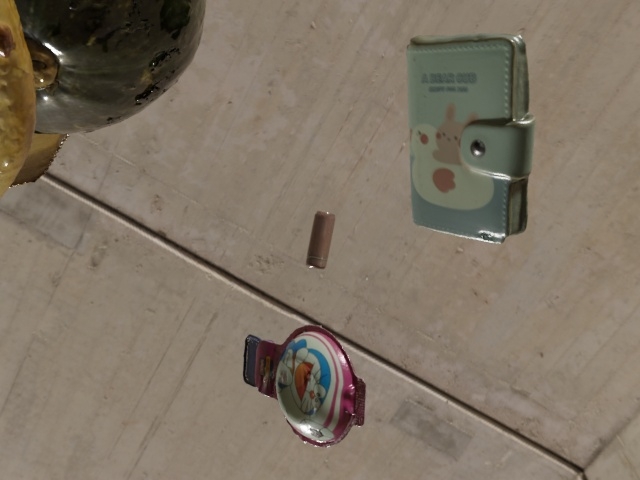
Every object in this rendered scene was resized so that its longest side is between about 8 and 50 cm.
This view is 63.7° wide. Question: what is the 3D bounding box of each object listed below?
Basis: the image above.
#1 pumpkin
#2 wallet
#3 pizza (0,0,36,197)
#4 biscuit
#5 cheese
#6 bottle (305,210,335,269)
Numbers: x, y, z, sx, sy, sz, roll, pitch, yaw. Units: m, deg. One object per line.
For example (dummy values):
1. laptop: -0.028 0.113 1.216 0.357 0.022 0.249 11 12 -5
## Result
1. pumpkin: -0.384 -0.344 0.693 0.455 0.454 0.343 -12 -112 11
2. wallet: 0.259 -0.180 0.917 0.252 0.083 0.360 19 -57 47
3. pizza: -0.346 -0.181 0.340 0.278 0.114 0.408 7 -44 3
4. biscuit: -0.600 -0.175 1.025 0.237 0.232 0.013 -9 -43 16
5. cheese: -0.033 0.182 0.680 0.244 0.062 0.155 6 -89 47
6. bottle: 0.000 0.000 1.256 0.053 0.053 0.140 11 -93 4
